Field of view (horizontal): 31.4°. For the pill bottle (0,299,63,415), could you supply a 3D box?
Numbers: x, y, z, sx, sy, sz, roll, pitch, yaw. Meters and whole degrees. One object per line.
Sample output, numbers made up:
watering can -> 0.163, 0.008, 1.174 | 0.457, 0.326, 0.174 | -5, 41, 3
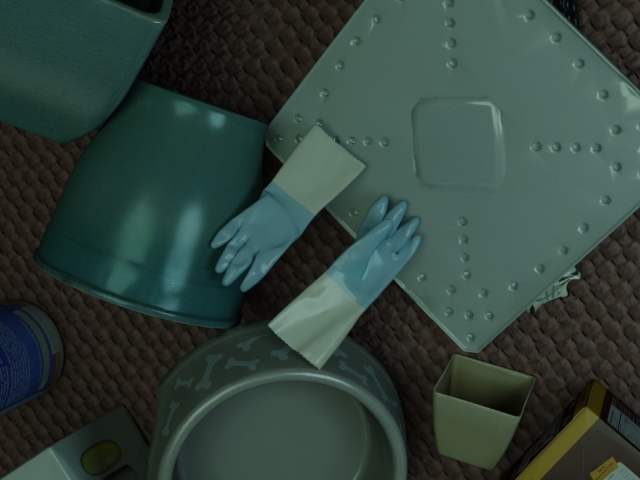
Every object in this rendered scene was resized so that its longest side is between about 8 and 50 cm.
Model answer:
pill bottle -> -0.477, 0.177, 1.536 | 0.152, 0.272, 0.152 | 2, 98, 17

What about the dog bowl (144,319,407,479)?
dog bowl -> -0.051, 0.276, 1.410 | 0.348, 0.102, 0.349 | -4, 111, -11

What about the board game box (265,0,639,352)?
board game box -> 0.171, -0.120, 1.350 | 0.390, 0.050, 0.390 | 46, 125, 7

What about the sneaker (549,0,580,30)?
sneaker -> 0.249, -0.268, 1.355 | 0.097, 0.084, 0.235 | 9, 101, 42

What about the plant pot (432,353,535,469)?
plant pot -> 0.196, 0.219, 1.418 | 0.109, 0.109, 0.096 | 16, 115, 15

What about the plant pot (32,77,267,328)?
plant pot -> -0.187, -0.057, 1.426 | 0.271, 0.271, 0.255 | 21, 95, 14

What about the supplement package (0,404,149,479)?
supplement package -> -0.317, 0.361, 1.547 | 0.149, 0.203, 0.194 | -34, 87, 19

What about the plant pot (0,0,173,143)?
plant pot -> -0.323, -0.268, 1.377 | 0.247, 0.248, 0.252 | 20, 128, -13

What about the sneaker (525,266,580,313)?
sneaker -> 0.286, 0.063, 1.400 | 0.037, 0.032, 0.083 | 38, 110, 5

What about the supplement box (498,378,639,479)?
supplement box -> 0.335, 0.310, 1.367 | 0.194, 0.129, 0.191 | 41, 108, 9

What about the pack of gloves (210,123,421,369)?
pack of gloves -> 0.000, 0.000, 1.338 | 0.195, 0.046, 0.232 | 41, 72, -2
